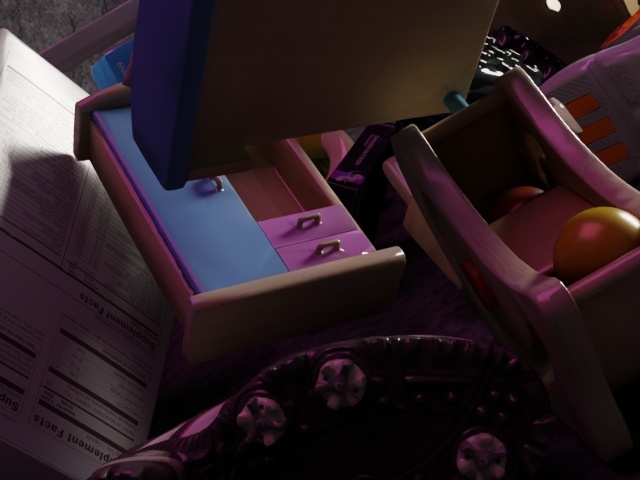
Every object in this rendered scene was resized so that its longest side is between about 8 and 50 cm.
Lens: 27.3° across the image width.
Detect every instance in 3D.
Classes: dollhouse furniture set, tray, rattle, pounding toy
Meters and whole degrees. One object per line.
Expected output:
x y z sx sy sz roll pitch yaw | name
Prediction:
0.007 -0.125 0.753 0.286 0.303 0.198 -13 49 -26 | dollhouse furniture set
-0.178 -0.223 1.289 0.270 0.030 0.145 -28 11 9 | tray
0.000 0.000 1.170 0.130 0.143 0.200 -16 50 8 | rattle
0.140 -0.017 0.658 0.154 0.154 0.269 -29 13 -2 | pounding toy

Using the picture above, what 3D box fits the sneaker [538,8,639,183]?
0.297 -0.151 0.920 0.321 0.125 0.180 -19 17 38 | sneaker

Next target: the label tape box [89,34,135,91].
-0.083 -0.116 1.307 0.115 0.249 0.348 -26 13 14 | label tape box

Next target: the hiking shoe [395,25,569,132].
0.104 -0.096 1.005 0.304 0.113 0.132 1 -56 -56 | hiking shoe

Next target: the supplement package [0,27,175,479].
-0.235 0.043 0.889 0.199 0.198 0.263 -22 45 35 | supplement package

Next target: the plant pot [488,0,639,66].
0.270 -0.288 1.172 0.305 0.334 0.333 -49 21 -29 | plant pot

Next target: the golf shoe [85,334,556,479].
-0.013 0.102 0.649 0.272 0.105 0.120 -23 7 23 | golf shoe

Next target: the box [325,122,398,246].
0.024 -0.018 1.030 0.029 0.116 0.162 16 24 10 | box
